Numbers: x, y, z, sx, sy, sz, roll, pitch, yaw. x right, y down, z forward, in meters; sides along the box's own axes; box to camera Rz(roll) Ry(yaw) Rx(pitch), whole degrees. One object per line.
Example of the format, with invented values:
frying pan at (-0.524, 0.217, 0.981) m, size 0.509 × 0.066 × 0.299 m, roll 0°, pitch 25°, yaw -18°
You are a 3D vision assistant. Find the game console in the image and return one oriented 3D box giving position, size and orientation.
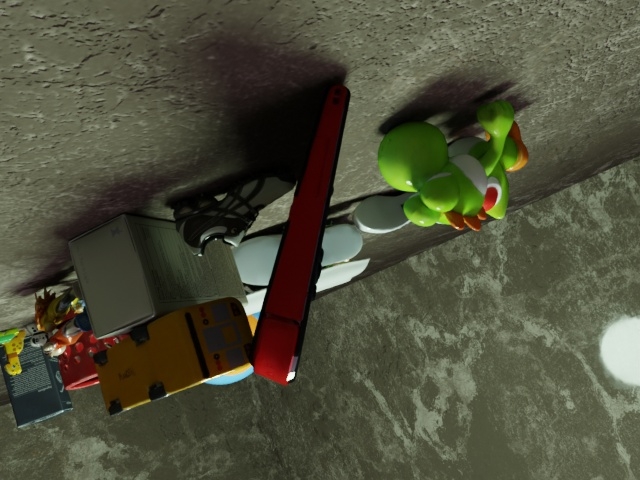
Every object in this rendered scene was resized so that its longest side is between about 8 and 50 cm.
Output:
game console at (-0.020, 0.019, 0.756) m, size 0.060 × 0.342 × 0.386 m, roll 16°, pitch 167°, yaw 0°

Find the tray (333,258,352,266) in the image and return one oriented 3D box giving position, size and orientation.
tray at (-0.083, 0.155, 1.845) m, size 0.411 × 0.076 × 0.203 m, roll -20°, pitch 172°, yaw -47°

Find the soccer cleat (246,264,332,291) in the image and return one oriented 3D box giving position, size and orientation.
soccer cleat at (-0.077, 0.060, 1.520) m, size 0.289 × 0.093 × 0.121 m, roll -22°, pitch -169°, yaw -6°

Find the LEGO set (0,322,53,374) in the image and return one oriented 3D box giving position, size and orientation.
LEGO set at (-0.710, 0.256, 1.206) m, size 0.227 × 0.093 × 0.087 m, roll -12°, pitch 167°, yaw -40°

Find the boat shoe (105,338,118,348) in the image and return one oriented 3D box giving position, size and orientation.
boat shoe at (-0.569, 0.286, 1.563) m, size 0.123 × 0.123 × 0.342 m, roll -16°, pitch 169°, yaw -25°

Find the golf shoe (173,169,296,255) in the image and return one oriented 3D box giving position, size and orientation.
golf shoe at (-0.122, -0.040, 0.835) m, size 0.198 × 0.094 × 0.077 m, roll -22°, pitch 169°, yaw -1°

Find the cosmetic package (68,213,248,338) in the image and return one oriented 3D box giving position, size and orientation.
cosmetic package at (-0.254, 0.062, 0.918) m, size 0.113 × 0.160 × 0.309 m, roll -23°, pitch 169°, yaw 16°

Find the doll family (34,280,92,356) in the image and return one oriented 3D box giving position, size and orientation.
doll family at (-0.436, 0.109, 1.017) m, size 0.163 × 0.118 × 0.263 m, roll -34°, pitch -177°, yaw 30°

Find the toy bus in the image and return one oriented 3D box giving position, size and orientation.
toy bus at (-0.246, 0.189, 0.856) m, size 0.130 × 0.108 × 0.332 m, roll -12°, pitch 168°, yaw -43°

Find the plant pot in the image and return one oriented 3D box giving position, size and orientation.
plant pot at (-0.512, 0.233, 1.255) m, size 0.191 × 0.174 × 0.191 m, roll -20°, pitch 171°, yaw -3°

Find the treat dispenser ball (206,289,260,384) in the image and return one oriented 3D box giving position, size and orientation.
treat dispenser ball at (-0.290, 0.273, 1.586) m, size 0.288 × 0.288 × 0.288 m, roll -20°, pitch 170°, yaw -4°

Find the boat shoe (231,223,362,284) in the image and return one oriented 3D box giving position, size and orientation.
boat shoe at (-0.062, 0.020, 1.231) m, size 0.306 × 0.113 × 0.105 m, roll -18°, pitch -172°, yaw -7°

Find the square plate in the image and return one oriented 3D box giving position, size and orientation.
square plate at (-0.082, 0.133, 1.403) m, size 0.344 × 0.049 × 0.347 m, roll -21°, pitch 174°, yaw 32°

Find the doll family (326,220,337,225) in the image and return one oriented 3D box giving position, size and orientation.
doll family at (0.000, 0.000, 1.349) m, size 0.193 × 0.076 × 0.111 m, roll -18°, pitch 175°, yaw 1°

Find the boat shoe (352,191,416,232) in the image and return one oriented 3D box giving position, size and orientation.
boat shoe at (0.166, -0.059, 1.303) m, size 0.258 × 0.095 × 0.084 m, roll -12°, pitch 162°, yaw -38°

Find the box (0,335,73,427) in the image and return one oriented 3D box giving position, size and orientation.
box at (-0.727, 0.358, 1.389) m, size 0.108 × 0.207 × 0.153 m, roll -17°, pitch 169°, yaw -20°

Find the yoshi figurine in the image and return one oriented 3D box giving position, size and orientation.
yoshi figurine at (0.215, -0.140, 0.908) m, size 0.203 × 0.204 × 0.362 m, roll 18°, pitch -153°, yaw 26°
